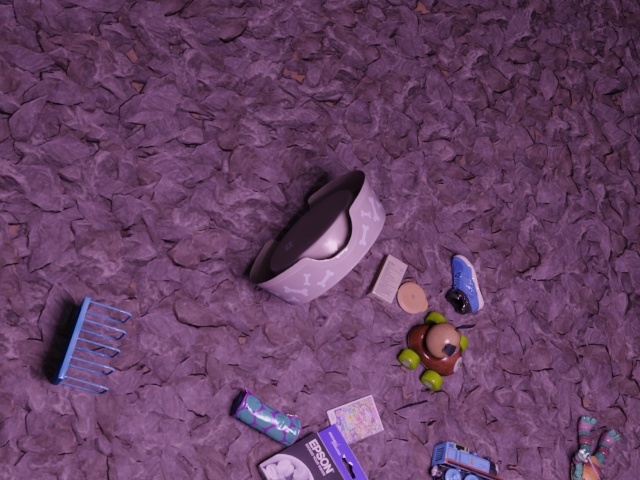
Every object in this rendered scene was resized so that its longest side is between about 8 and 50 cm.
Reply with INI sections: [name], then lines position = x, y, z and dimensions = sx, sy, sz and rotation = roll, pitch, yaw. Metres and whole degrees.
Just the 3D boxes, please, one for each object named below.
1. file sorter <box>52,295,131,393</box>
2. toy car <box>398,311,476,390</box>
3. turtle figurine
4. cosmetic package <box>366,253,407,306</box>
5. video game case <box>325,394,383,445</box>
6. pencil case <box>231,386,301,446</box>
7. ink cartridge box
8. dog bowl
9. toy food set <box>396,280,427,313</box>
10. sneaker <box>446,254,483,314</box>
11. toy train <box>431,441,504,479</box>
[file sorter]
position = -0.468, 0.220, 1.588
dimensions = 0.104, 0.118, 0.170
rotation = 20, 67, -19
[toy car]
position = 0.302, 0.251, 1.840
dimensions = 0.149, 0.188, 0.155
rotation = 42, 64, -4
[turtle figurine]
position = 0.681, 0.568, 1.931
dimensions = 0.175, 0.118, 0.234
rotation = 43, 47, -20
[cosmetic package]
position = 0.165, 0.099, 1.917
dimensions = 0.060, 0.041, 0.115
rotation = 32, 64, -9
[video game case]
position = 0.080, 0.420, 1.798
dimensions = 0.122, 0.011, 0.087
rotation = -15, 80, -25
[pencil case]
position = -0.118, 0.389, 1.700
dimensions = 0.151, 0.064, 0.070
rotation = 30, 78, -10
[ink cartridge box]
position = 0.003, 0.532, 1.687
dimensions = 0.208, 0.045, 0.206
rotation = -25, 72, -23
[dog bowl]
position = 0.000, 0.000, 1.729
dimensions = 0.102, 0.348, 0.349
rotation = 45, 63, -16
[toy food set]
position = 0.229, 0.143, 1.940
dimensions = 0.083, 0.020, 0.083
rotation = -12, 78, -24
[sneaker]
position = 0.356, 0.115, 1.977
dimensions = 0.084, 0.058, 0.152
rotation = -16, 86, -34
[toy train]
position = 0.347, 0.547, 1.827
dimensions = 0.184, 0.080, 0.105
rotation = 22, 61, -14
